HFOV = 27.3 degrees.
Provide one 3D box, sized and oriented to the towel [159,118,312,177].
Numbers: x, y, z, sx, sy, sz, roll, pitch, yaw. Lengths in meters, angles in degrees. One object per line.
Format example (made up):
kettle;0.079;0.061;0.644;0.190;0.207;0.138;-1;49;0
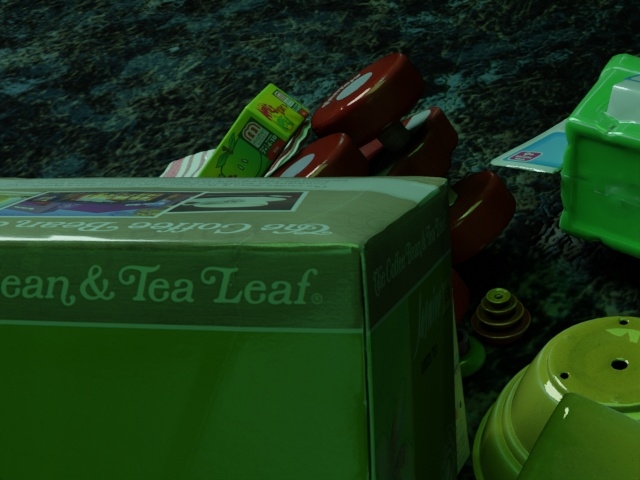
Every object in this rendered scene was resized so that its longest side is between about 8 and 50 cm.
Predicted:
towel;-0.112;-0.058;1.276;0.197;0.029;0.144;-13;25;36

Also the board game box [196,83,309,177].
board game box;-0.084;-0.038;1.091;0.043;0.181;0.092;36;21;-2

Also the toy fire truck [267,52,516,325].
toy fire truck;0.000;0.000;1.109;0.254;0.169;0.302;-26;20;41

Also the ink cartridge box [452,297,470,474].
ink cartridge box;0.044;0.104;0.897;0.067;0.198;0.115;10;39;28

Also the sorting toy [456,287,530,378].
sorting toy;0.122;0.067;1.070;0.102;0.042;0.061;-30;38;-26

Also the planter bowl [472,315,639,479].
planter bowl;0.212;0.117;0.931;0.217;0.090;0.217;-8;33;5

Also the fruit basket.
fruit basket;0.379;-0.099;1.141;0.327;0.165;0.353;22;42;39

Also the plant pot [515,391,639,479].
plant pot;0.174;0.242;0.669;0.212;0.212;0.187;23;58;40

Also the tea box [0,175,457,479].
tea box;-0.101;0.133;0.737;0.329;0.323;0.220;2;12;16
